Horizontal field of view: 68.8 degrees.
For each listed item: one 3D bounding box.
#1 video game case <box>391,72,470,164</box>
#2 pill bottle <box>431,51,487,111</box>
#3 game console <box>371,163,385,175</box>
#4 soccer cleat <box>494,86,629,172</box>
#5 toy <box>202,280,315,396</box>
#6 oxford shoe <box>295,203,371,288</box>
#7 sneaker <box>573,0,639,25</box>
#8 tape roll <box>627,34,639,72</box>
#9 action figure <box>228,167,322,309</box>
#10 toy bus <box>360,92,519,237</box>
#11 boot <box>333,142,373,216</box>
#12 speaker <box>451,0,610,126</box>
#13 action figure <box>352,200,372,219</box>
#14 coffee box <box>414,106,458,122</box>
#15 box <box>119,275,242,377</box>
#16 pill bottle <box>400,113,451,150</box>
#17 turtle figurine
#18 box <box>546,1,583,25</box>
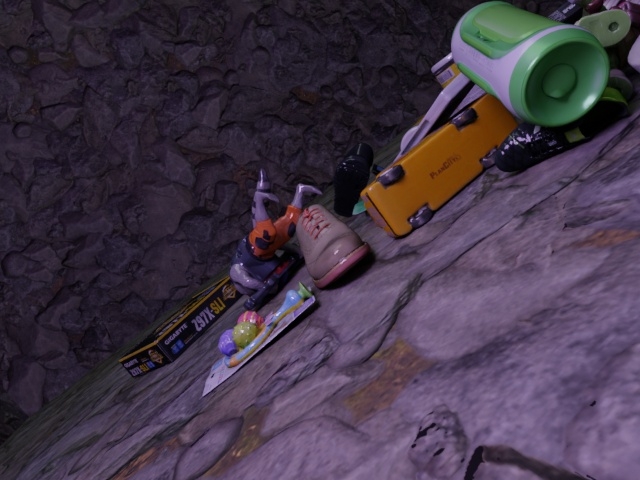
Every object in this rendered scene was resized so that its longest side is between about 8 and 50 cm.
[{"bbox_3d":[0.253,-0.267,0.974,0.204,0.025,0.285,-45,-5,-22],"label":"video game case"},{"bbox_3d":[0.392,-0.397,1.213,0.119,0.209,0.119,-36,8,6],"label":"pill bottle"},{"bbox_3d":[0.222,-0.213,1.355,0.085,0.124,0.144,-62,0,17],"label":"game console"},{"bbox_3d":[0.328,-0.149,0.650,0.178,0.060,0.072,-32,20,25],"label":"soccer cleat"},{"bbox_3d":[-0.116,0.151,0.810,0.237,0.056,0.137,-37,7,-2],"label":"toy"},{"bbox_3d":[0.000,0.000,0.904,0.123,0.130,0.348,-37,8,-5],"label":"oxford shoe"},{"bbox_3d":[0.586,-0.424,0.907,0.103,0.111,0.252,-40,9,-25],"label":"sneaker"},{"bbox_3d":[0.497,-0.315,0.456,0.392,0.072,0.392,-50,-2,-2],"label":"tape roll"},{"bbox_3d":[-0.122,-0.001,1.160,0.330,0.178,0.341,-62,-8,25],"label":"action figure"},{"bbox_3d":[0.219,-0.141,0.865,0.332,0.108,0.130,-39,8,-13],"label":"toy bus"},{"bbox_3d":[0.101,-0.215,1.350,0.247,0.094,0.207,99,-173,-57],"label":"boot"},{"bbox_3d":[0.286,-0.268,0.683,0.131,0.131,0.297,-34,29,18],"label":"speaker"},{"bbox_3d":[0.188,-0.122,1.044,0.232,0.064,0.137,-34,6,46],"label":"action figure"},{"bbox_3d":[0.415,-0.418,1.625,0.141,0.098,0.246,-34,9,17],"label":"coffee box"},{"bbox_3d":[-0.404,0.251,1.383,0.257,0.079,0.322,-27,13,42],"label":"box"},{"bbox_3d":[0.299,-0.277,1.261,0.117,0.118,0.208,-30,10,36],"label":"pill bottle"},{"bbox_3d":[0.401,-0.308,0.767,0.266,0.274,0.198,-55,-15,-53],"label":"turtle figurine"},{"bbox_3d":[0.560,-0.473,1.180,0.190,0.045,0.184,-35,-27,7],"label":"box"}]
